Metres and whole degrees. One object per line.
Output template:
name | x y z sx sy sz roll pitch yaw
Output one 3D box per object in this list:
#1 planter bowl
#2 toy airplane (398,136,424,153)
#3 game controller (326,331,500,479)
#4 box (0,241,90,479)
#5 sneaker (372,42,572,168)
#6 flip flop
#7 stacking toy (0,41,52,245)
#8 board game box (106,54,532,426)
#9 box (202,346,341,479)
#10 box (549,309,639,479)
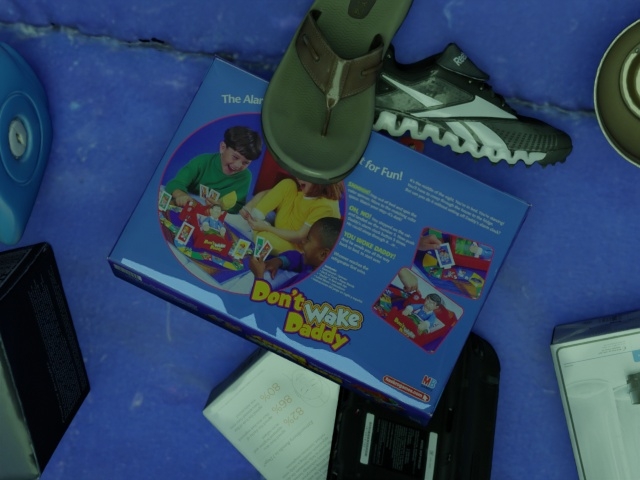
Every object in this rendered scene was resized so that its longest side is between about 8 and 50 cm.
planter bowl | 0.345 -0.151 1.922 0.162 0.109 0.162 1 101 3
toy airplane | 0.045 -0.043 1.987 0.151 0.028 0.151 1 77 -4
game controller | 0.090 0.217 1.937 0.166 0.067 0.319 14 59 -7
box | -0.409 0.145 1.924 0.296 0.294 0.182 -13 100 6
sneaker | 0.143 -0.139 1.950 0.234 0.078 0.106 14 104 2
flip flop | 0.023 -0.183 1.886 0.112 0.080 0.277 22 70 4
stacking toy | -0.434 -0.097 1.963 0.302 0.165 0.175 -2 146 20
board game box | 0.000 0.000 1.917 0.347 0.078 0.233 26 78 5
box | -0.015 0.185 2.016 0.130 0.091 0.170 -42 96 9
box | 0.346 0.218 1.990 0.169 0.087 0.290 -11 98 11
